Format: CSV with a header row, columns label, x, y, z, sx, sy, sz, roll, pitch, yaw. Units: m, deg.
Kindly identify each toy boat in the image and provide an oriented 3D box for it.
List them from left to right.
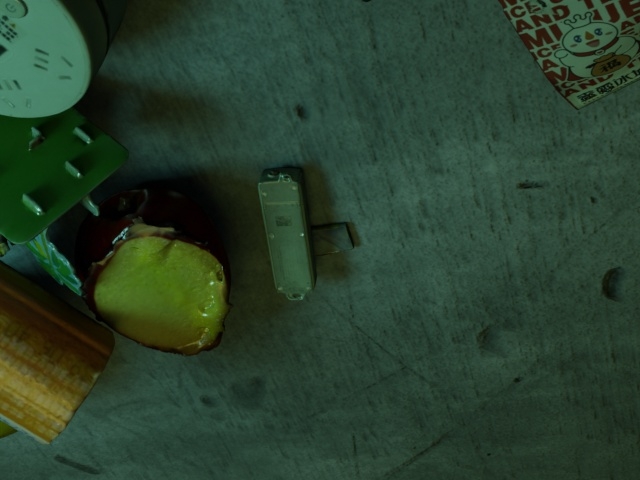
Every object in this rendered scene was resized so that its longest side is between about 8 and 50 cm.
label,x,y,z,sx,sy,sz,roll,pitch,yaw
toy boat,0.000,0.000,1.751,0.115,0.016,0.063,-9,128,14

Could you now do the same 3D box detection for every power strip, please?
label,x,y,z,sx,sy,sz,roll,pitch,yaw
power strip,-0.468,-0.339,1.372,0.357,0.162,0.358,10,145,7
power strip,-0.056,-0.013,1.706,0.078,0.052,0.272,-1,125,10

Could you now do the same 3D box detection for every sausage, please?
label,x,y,z,sx,sy,sz,roll,pitch,yaw
sausage,-0.525,0.179,1.621,0.287,0.233,0.233,35,127,-14

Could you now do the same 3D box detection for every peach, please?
label,x,y,z,sx,sy,sz,roll,pitch,yaw
peach,-0.283,0.043,1.712,0.257,0.201,0.362,-25,132,9

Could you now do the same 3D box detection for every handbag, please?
label,x,y,z,sx,sy,sz,roll,pitch,yaw
handbag,0.345,-0.300,1.263,0.171,0.151,0.298,-25,159,26

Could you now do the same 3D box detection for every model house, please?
label,x,y,z,sx,sy,sz,roll,pitch,yaw
model house,-0.479,-0.081,1.578,0.357,0.242,0.313,35,156,17

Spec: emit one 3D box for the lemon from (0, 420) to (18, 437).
label,x,y,z,sx,sy,sz,roll,pitch,yaw
lemon,-0.669,0.231,1.846,0.347,0.348,0.348,4,132,4
